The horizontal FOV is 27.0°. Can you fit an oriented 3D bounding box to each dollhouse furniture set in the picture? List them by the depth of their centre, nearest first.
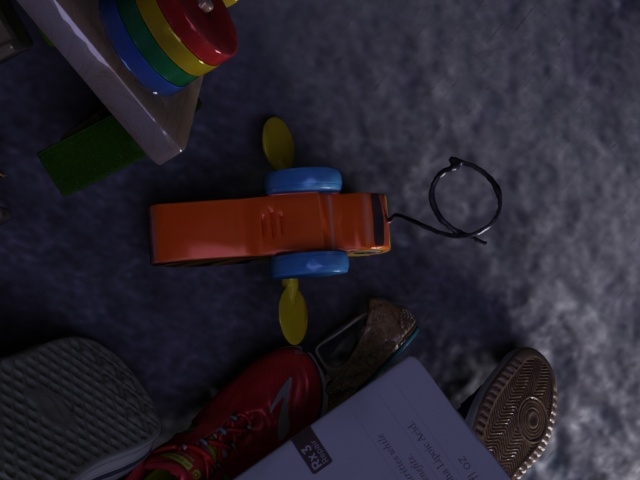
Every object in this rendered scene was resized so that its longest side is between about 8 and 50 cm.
[{"bbox_3d":[-0.287,-0.116,1.102,0.301,0.151,0.198,-24,105,17],"label":"dollhouse furniture set"}]

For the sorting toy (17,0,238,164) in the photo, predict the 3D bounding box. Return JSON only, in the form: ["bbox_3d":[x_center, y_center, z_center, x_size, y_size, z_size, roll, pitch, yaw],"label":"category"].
[{"bbox_3d":[-0.147,-0.230,0.999,0.089,0.257,0.255,-28,118,19],"label":"sorting toy"}]

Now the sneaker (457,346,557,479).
[{"bbox_3d":[0.131,0.231,1.368,0.099,0.153,0.282,43,60,-24],"label":"sneaker"}]

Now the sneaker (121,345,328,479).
[{"bbox_3d":[-0.103,0.209,1.232,0.279,0.118,0.107,-45,74,-2],"label":"sneaker"}]

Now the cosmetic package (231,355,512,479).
[{"bbox_3d":[-0.006,0.305,1.179,0.385,0.217,0.156,-36,157,-5],"label":"cosmetic package"}]

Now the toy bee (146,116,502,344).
[{"bbox_3d":[0.000,0.000,1.210,0.298,0.162,0.195,16,86,7],"label":"toy bee"}]

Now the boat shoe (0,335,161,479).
[{"bbox_3d":[-0.294,0.174,1.018,0.156,0.500,0.187,-39,78,14],"label":"boat shoe"}]

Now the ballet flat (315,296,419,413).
[{"bbox_3d":[0.010,0.139,1.308,0.067,0.073,0.206,40,89,0],"label":"ballet flat"}]
